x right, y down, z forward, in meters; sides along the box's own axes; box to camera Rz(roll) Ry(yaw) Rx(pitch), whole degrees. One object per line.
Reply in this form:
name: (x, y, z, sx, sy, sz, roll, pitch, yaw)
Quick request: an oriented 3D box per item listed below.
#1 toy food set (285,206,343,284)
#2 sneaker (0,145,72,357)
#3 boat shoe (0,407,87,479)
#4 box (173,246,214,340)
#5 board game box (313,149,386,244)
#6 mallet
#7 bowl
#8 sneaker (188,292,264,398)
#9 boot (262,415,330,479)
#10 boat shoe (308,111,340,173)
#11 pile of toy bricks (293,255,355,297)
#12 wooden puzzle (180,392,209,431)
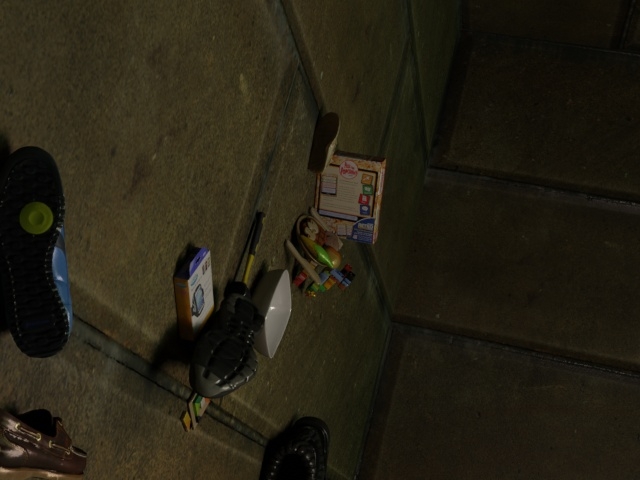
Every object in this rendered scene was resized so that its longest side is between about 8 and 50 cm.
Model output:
toy food set: (0.000, 0.000, 1.991, 0.132, 0.038, 0.192, 51, 29, -12)
sneaker: (-0.285, 0.010, 0.924, 0.082, 0.069, 0.209, -146, -127, -69)
boat shoe: (-0.298, 0.213, 0.980, 0.207, 0.073, 0.073, 57, 47, -72)
box: (-0.192, 0.075, 1.420, 0.081, 0.028, 0.136, -61, 156, -51)
board game box: (0.063, -0.099, 2.085, 0.045, 0.147, 0.193, -50, 149, -64)
mallet: (-0.124, 0.039, 1.665, 0.062, 0.039, 0.189, 82, 18, -54)
bowl: (-0.102, 0.135, 1.788, 0.142, 0.053, 0.142, 87, 20, -46)
sneaker: (-0.153, 0.182, 1.453, 0.106, 0.101, 0.267, -50, -174, 21)
boot: (-0.053, 0.603, 2.183, 0.260, 0.131, 0.348, -47, 135, -78)
boat shoe: (0.009, -0.207, 1.998, 0.045, 0.050, 0.135, 4, 107, -80)
pile of toy bricks: (-0.001, 0.086, 2.108, 0.105, 0.118, 0.212, -49, -179, 10)
wooden puzzle: (-0.202, 0.272, 1.563, 0.078, 0.014, 0.116, 88, 18, -44)
